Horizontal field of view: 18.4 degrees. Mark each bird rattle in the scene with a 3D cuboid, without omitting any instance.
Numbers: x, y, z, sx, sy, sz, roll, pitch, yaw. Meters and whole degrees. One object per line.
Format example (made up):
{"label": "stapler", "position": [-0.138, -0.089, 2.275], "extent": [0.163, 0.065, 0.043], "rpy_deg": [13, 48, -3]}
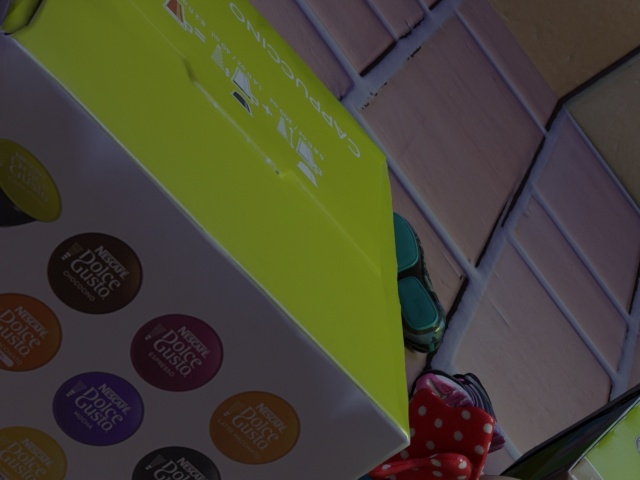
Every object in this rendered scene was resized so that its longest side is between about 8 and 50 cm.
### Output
{"label": "bird rattle", "position": [0.129, 0.258, 1.676], "extent": [0.207, 0.254, 0.143], "rpy_deg": [14, 17, 3]}

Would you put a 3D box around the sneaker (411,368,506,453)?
{"label": "sneaker", "position": [0.140, 0.171, 2.122], "extent": [0.170, 0.063, 0.075], "rpy_deg": [40, 24, -49]}

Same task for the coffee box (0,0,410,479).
{"label": "coffee box", "position": [-0.175, 0.005, 1.229], "extent": [0.337, 0.334, 0.338], "rpy_deg": [47, 21, -24]}

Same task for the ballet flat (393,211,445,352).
{"label": "ballet flat", "position": [0.096, 0.052, 2.233], "extent": [0.070, 0.070, 0.188], "rpy_deg": [37, 28, -42]}

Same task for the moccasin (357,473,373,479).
{"label": "moccasin", "position": [-0.034, 0.081, 1.797], "extent": [0.342, 0.137, 0.117], "rpy_deg": [60, 10, -32]}

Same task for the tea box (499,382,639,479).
{"label": "tea box", "position": [0.308, 0.343, 1.902], "extent": [0.329, 0.220, 0.323], "rpy_deg": [56, 32, 4]}
